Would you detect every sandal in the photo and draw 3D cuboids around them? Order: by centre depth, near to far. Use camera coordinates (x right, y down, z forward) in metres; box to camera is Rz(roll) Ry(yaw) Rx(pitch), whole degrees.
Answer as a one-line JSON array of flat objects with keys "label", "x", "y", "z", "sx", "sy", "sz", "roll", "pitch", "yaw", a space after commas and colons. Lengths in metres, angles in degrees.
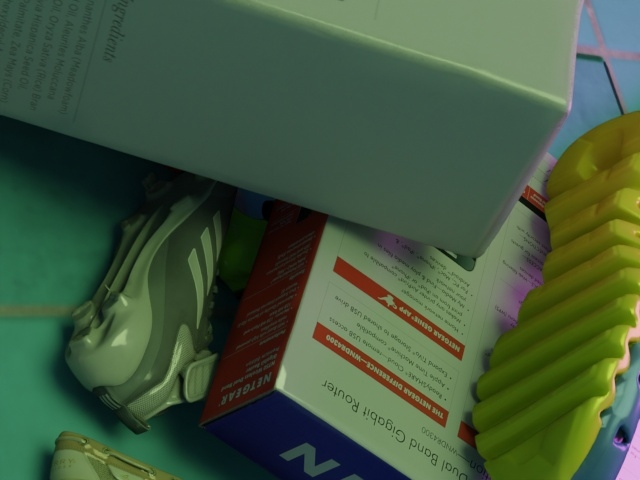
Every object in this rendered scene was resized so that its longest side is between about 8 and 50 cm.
[{"label": "sandal", "x": 0.198, "y": 0.057, "z": 1.103, "sx": 0.138, "sy": 0.126, "sz": 0.317, "roll": 45, "pitch": 48, "yaw": -20}]

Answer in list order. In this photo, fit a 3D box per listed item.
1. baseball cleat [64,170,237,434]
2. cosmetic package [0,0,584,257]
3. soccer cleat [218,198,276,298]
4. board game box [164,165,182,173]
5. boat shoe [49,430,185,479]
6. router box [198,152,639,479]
[{"label": "baseball cleat", "x": -0.092, "y": 0.035, "z": 1.101, "sx": 0.109, "sy": 0.072, "sz": 0.206, "roll": 54, "pitch": 44, "yaw": -25}, {"label": "cosmetic package", "x": -0.078, "y": -0.179, "z": 1.038, "sx": 0.453, "sy": 0.161, "sz": 0.230, "roll": 17, "pitch": 52, "yaw": -7}, {"label": "soccer cleat", "x": 0.000, "y": 0.000, "z": 1.205, "sx": 0.178, "sy": 0.060, "sz": 0.072, "roll": 1, "pitch": 64, "yaw": -40}, {"label": "board game box", "x": -0.131, "y": -0.145, "z": 1.173, "sx": 0.193, "sy": 0.045, "sz": 0.147, "roll": 32, "pitch": 48, "yaw": -27}, {"label": "boat shoe", "x": -0.090, "y": 0.153, "z": 1.030, "sx": 0.153, "sy": 0.056, "sz": 0.048, "roll": 18, "pitch": 60, "yaw": -28}, {"label": "router box", "x": 0.109, "y": 0.072, "z": 1.159, "sx": 0.335, "sy": 0.082, "sz": 0.301, "roll": 36, "pitch": 50, "yaw": -22}]
